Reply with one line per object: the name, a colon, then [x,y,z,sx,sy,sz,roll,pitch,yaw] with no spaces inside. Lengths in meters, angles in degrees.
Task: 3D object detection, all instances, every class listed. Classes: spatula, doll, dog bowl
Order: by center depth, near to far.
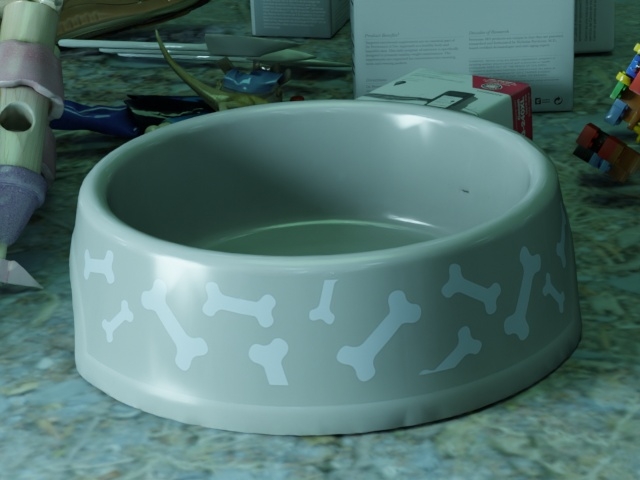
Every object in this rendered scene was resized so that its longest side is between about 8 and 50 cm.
dog bowl: [0.000,0.000,1.118,0.349,0.102,0.348,-1,22,1]
doll: [-0.143,-0.104,1.452,0.189,0.046,0.129,2,13,-6]
spatula: [-0.111,-0.179,1.601,0.242,0.019,0.168,6,4,21]

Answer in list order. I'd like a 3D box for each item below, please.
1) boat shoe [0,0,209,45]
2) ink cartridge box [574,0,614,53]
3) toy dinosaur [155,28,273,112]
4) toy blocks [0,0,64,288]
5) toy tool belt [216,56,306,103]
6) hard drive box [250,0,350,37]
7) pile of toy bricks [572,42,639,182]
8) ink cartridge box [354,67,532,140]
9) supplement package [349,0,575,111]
boat shoe: [-0.269,-0.247,1.760,0.342,0.123,0.123,-12,-8,4]
ink cartridge box: [0.160,-0.269,1.655,0.237,0.171,0.100,-3,22,0]
toy dinosaur: [-0.064,-0.103,1.409,0.183,0.053,0.092,22,29,-9]
toy blocks: [-0.317,-0.113,1.202,0.289,0.309,0.260,10,62,-11]
toy tool belt: [-0.051,-0.136,1.513,0.083,0.051,0.052,5,24,16]
hard drive box: [-0.011,-0.346,1.782,0.089,0.232,0.181,4,23,15]
pile of toy bricks: [0.277,-0.092,1.339,0.105,0.118,0.212,33,14,10]
ink cartridge box: [0.084,-0.082,1.354,0.109,0.063,0.150,13,27,33]
supplement package: [0.122,-0.229,1.523,0.194,0.203,0.149,-2,23,0]
